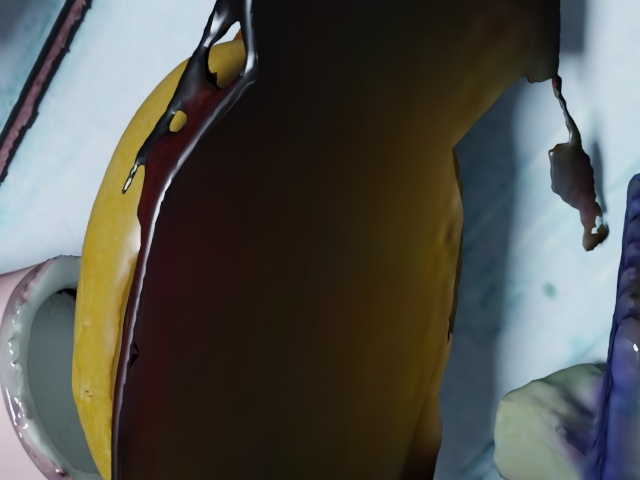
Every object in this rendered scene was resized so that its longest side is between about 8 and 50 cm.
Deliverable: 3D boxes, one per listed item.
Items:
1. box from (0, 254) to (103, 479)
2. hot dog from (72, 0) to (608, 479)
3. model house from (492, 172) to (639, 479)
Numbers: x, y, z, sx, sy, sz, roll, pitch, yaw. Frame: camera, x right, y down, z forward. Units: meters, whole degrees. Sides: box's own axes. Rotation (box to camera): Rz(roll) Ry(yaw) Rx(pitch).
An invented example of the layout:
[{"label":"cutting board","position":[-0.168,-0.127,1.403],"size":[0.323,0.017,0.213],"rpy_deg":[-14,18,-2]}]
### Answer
[{"label":"box","position":[-0.149,0.080,0.666],"size":[0.135,0.151,0.151],"rpy_deg":[-19,104,28]},{"label":"hot dog","position":[-0.006,0.001,0.554],"size":[0.107,0.194,0.326],"rpy_deg":[46,117,54]},{"label":"model house","position":[0.110,0.125,0.438],"size":[0.280,0.312,0.245],"rpy_deg":[44,144,51]}]
